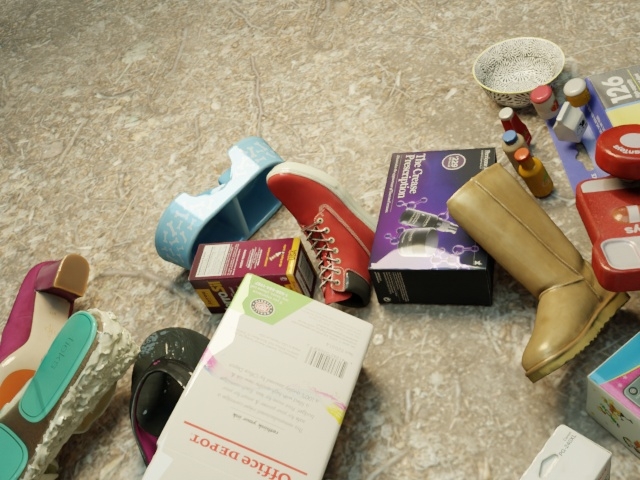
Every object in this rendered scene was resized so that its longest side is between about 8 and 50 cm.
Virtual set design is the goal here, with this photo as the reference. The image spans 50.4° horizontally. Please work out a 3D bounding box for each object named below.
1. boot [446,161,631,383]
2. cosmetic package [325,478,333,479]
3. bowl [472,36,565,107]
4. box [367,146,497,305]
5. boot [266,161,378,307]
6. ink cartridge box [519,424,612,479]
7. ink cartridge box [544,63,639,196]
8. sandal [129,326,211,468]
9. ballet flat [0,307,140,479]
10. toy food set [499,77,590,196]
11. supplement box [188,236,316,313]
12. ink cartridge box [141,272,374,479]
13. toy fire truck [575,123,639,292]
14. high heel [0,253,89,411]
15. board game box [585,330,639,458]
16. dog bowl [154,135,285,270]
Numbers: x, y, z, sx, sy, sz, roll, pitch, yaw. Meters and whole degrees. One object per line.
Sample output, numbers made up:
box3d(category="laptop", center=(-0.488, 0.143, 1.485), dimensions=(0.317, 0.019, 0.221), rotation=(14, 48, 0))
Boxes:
box3d(category="boot", center=(0.272, 0.038, 0.950), dimensions=(0.236, 0.089, 0.269), rotation=(-30, 72, -39))
box3d(category="cosmetic package", center=(0.094, 0.384, 0.805), dimensions=(0.230, 0.086, 0.117), rotation=(8, 54, 28))
box3d(category="bowl", center=(0.383, -0.309, 1.313), dimensions=(0.170, 0.080, 0.170), rotation=(-11, 47, 12))
box3d(category="box", center=(0.195, -0.027, 1.121), dimensions=(0.184, 0.103, 0.261), rotation=(1, 50, 18))
box3d(category="boot", center=(0.000, 0.000, 1.084), dimensions=(0.088, 0.244, 0.176), rotation=(-26, 37, 44))
box3d(category="ink cartridge box", center=(0.273, 0.295, 0.768), dimensions=(0.063, 0.151, 0.109), rotation=(28, 64, 37))
box3d(category="ink cartridge box", center=(0.563, -0.189, 1.149), dimensions=(0.307, 0.072, 0.304), rotation=(-11, 47, 9))
box3d(category="sandal", center=(-0.200, 0.284, 0.987), dimensions=(0.167, 0.107, 0.446), rotation=(-22, 46, 0))
box3d(category="ballet flat", center=(-0.418, 0.294, 1.034), dimensions=(0.147, 0.147, 0.409), rotation=(30, 78, 38))
box3d(category="toy food set", center=(0.379, -0.202, 1.175), dimensions=(0.111, 0.104, 0.232), rotation=(17, 71, 45))
box3d(category="supplement box", center=(-0.113, 0.061, 1.154), dimensions=(0.188, 0.104, 0.081), rotation=(-4, 49, 18))
box3d(category="ink cartridge box", center=(-0.081, 0.241, 0.908), dimensions=(0.207, 0.119, 0.354), rotation=(22, 52, 4))
box3d(category="toy fire truck", center=(0.506, -0.030, 0.919), dimensions=(0.301, 0.170, 0.254), rotation=(-4, 39, 8))
box3d(category="high heel", center=(-0.522, 0.206, 1.210), dimensions=(0.181, 0.127, 0.378), rotation=(-22, 42, 43))
box3d(category="board game box", center=(0.506, 0.213, 0.794), dimensions=(0.224, 0.098, 0.303), rotation=(-36, 47, -13))
box3d(category="dog bowl", center=(-0.168, -0.059, 1.250), dimensions=(0.074, 0.166, 0.297), rotation=(34, 67, 26))
